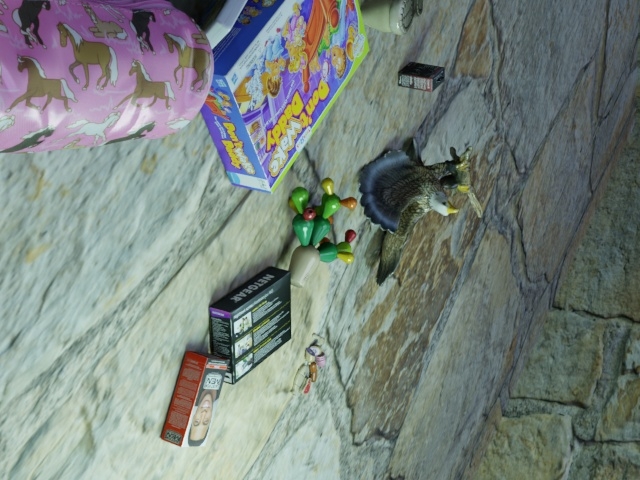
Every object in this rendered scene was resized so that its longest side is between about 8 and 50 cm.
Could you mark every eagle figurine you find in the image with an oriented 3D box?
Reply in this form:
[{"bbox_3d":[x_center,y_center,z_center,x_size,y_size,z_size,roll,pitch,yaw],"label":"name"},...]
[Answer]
[{"bbox_3d":[0.187,-0.079,1.940,0.298,0.225,0.226,-31,91,-15],"label":"eagle figurine"}]

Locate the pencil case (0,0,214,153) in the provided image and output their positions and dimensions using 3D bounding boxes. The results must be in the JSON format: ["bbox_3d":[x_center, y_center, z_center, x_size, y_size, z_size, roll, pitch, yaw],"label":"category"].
[{"bbox_3d":[-0.278,-0.183,1.010,0.386,0.167,0.160,-13,73,-60],"label":"pencil case"}]

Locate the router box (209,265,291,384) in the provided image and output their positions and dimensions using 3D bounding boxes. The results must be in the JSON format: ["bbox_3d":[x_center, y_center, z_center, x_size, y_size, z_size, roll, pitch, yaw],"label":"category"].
[{"bbox_3d":[-0.111,0.137,1.583,0.179,0.046,0.133,-34,131,-53],"label":"router box"}]

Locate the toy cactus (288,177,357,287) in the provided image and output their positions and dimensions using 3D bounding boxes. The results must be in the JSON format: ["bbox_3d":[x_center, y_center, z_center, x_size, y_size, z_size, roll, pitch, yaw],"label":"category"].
[{"bbox_3d":[0.000,0.000,1.667,0.180,0.112,0.219,-66,156,-18],"label":"toy cactus"}]

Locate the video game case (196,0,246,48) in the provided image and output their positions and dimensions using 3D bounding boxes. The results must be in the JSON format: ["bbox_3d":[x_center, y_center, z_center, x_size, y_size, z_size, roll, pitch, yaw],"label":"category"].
[{"bbox_3d":[-0.118,-0.307,1.229,0.023,0.212,0.193,33,67,-17],"label":"video game case"}]

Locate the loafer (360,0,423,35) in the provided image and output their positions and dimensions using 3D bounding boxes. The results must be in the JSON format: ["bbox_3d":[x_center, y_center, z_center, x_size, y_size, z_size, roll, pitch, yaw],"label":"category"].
[{"bbox_3d":[0.133,-0.443,1.726,0.268,0.092,0.101,-60,157,-60],"label":"loafer"}]

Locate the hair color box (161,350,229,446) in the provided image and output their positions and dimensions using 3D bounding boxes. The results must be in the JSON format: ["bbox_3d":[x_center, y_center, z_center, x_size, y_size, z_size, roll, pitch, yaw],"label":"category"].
[{"bbox_3d":[-0.193,0.245,1.485,0.072,0.043,0.141,20,85,-63],"label":"hair color box"}]

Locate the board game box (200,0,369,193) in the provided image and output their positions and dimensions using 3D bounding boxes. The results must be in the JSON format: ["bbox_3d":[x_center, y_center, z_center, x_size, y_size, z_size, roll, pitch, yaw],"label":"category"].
[{"bbox_3d":[-0.053,-0.278,1.462,0.347,0.078,0.233,-58,148,-30],"label":"board game box"}]

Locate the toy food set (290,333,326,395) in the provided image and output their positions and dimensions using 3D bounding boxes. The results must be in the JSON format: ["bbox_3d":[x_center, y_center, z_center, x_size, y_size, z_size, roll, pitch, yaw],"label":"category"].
[{"bbox_3d":[-0.015,0.244,1.840,0.078,0.019,0.122,38,69,-60],"label":"toy food set"}]

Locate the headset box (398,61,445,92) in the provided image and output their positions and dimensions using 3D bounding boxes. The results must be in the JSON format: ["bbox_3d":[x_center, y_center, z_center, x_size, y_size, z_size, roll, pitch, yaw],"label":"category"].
[{"bbox_3d":[0.205,-0.326,1.915,0.062,0.083,0.032,-44,140,-44],"label":"headset box"}]
